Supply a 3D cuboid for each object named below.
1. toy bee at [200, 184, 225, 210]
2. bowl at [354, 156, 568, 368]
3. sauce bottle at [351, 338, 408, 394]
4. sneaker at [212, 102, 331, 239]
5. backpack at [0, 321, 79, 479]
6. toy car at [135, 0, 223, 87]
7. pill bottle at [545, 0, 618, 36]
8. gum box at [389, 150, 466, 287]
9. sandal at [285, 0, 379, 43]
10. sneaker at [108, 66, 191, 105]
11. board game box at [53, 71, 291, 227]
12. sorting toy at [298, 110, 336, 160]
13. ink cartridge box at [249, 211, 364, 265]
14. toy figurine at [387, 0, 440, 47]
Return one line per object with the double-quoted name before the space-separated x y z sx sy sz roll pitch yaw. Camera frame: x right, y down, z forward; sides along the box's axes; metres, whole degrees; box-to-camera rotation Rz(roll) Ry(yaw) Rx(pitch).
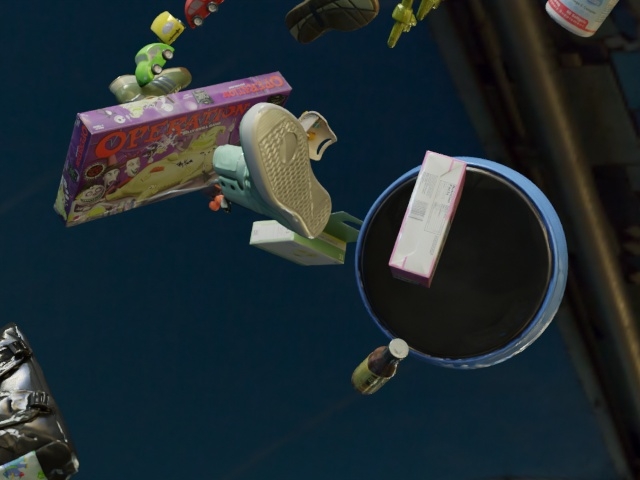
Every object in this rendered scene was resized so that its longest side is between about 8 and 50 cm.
"toy bee" -0.225 -0.153 1.946 0.195 0.298 0.162 110 170 -57
"bowl" 0.247 0.039 1.740 0.077 0.391 0.391 8 -91 -71
"sauce bottle" 0.076 0.160 1.222 0.042 0.042 0.128 -62 2 -31
"sneaker" -0.088 -0.092 1.178 0.094 0.151 0.256 -60 -25 -18
"backpack" -0.586 0.336 1.484 0.356 0.290 0.273 -20 -39 -26
"toy car" -0.300 -0.392 1.863 0.053 0.239 0.225 42 -121 -23
"pill bottle" 0.410 -0.387 1.410 0.087 0.087 0.160 -28 -25 -53
"gum box" 0.161 -0.033 1.411 0.107 0.062 0.188 56 -127 -77
"sandal" 0.019 -0.332 1.379 0.049 0.180 0.072 -40 -71 -34
"sneaker" -0.323 -0.286 1.905 0.192 0.064 0.086 -19 -107 -45
"board game box" -0.219 -0.140 1.444 0.347 0.056 0.208 -20 -31 -36
"sorting toy" -0.013 -0.175 1.650 0.075 0.045 0.083 36 -77 -32
"ink cartridge box" 0.000 0.000 1.942 0.171 0.235 0.056 25 -111 -47
"toy figurine" 0.097 -0.393 1.017 0.362 0.217 0.191 -48 -6 -40
